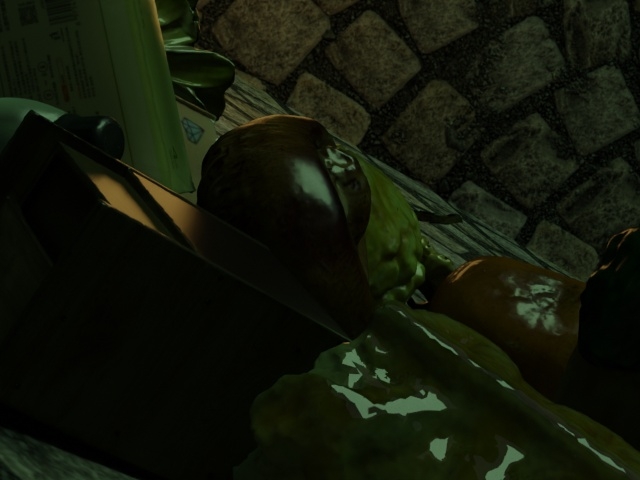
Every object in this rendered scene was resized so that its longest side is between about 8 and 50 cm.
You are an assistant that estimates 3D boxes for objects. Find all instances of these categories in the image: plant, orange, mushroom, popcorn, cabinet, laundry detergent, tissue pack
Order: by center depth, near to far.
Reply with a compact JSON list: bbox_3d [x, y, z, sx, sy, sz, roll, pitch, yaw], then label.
[{"bbox_3d":[-0.124,0.049,1.137,0.215,0.148,0.175,32,7,-33],"label":"cabinet"},{"bbox_3d":[-0.240,-0.065,1.245,0.226,0.070,0.099,-3,-25,28],"label":"laundry detergent"},{"bbox_3d":[-0.209,-0.135,1.445,0.125,0.159,0.234,-21,99,-83],"label":"tissue pack"},{"bbox_3d":[-0.025,0.008,1.513,0.153,0.253,0.253,-10,9,2],"label":"mushroom"},{"bbox_3d":[0.000,0.000,1.770,0.221,0.184,0.204,33,38,-16],"label":"popcorn"},{"bbox_3d":[0.222,0.124,1.867,0.249,0.183,0.249,21,-7,3],"label":"orange"},{"bbox_3d":[-0.254,-0.233,1.889,0.306,0.261,0.297,23,5,18],"label":"plant"}]

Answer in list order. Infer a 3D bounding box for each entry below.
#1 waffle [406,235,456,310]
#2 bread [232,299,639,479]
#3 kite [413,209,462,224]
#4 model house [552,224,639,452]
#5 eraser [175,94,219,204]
[{"bbox_3d":[0.139,0.055,2.140,0.262,0.060,0.280,53,-9,-24],"label":"waffle"},{"bbox_3d":[0.093,0.175,1.062,0.252,0.196,0.238,42,9,31],"label":"bread"},{"bbox_3d":[0.032,-0.043,2.243,0.314,0.011,0.335,8,-24,15],"label":"kite"},{"bbox_3d":[0.321,0.212,1.215,0.382,0.342,0.334,22,-1,15],"label":"model house"},{"bbox_3d":[-0.229,-0.093,1.607,0.290,0.087,0.171,26,55,-36],"label":"eraser"}]
